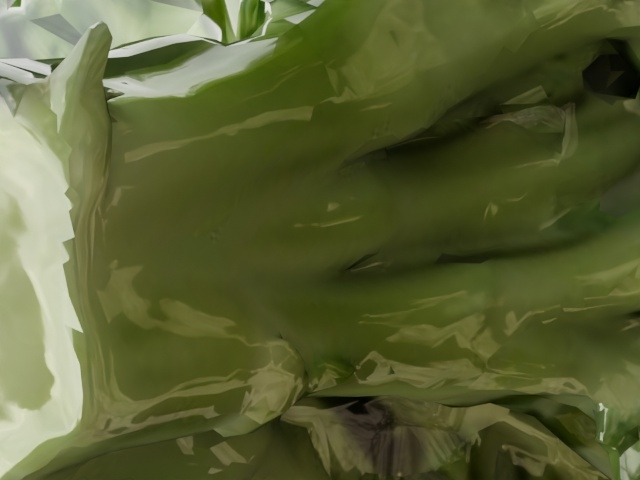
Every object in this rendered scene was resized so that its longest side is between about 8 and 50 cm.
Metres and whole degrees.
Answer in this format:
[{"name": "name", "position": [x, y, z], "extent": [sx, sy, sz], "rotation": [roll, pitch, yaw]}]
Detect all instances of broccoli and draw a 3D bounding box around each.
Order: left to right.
[{"name": "broccoli", "position": [0.004, 0.010, 0.520], "extent": [0.317, 0.277, 0.338], "rotation": [-26, -7, -34]}]
